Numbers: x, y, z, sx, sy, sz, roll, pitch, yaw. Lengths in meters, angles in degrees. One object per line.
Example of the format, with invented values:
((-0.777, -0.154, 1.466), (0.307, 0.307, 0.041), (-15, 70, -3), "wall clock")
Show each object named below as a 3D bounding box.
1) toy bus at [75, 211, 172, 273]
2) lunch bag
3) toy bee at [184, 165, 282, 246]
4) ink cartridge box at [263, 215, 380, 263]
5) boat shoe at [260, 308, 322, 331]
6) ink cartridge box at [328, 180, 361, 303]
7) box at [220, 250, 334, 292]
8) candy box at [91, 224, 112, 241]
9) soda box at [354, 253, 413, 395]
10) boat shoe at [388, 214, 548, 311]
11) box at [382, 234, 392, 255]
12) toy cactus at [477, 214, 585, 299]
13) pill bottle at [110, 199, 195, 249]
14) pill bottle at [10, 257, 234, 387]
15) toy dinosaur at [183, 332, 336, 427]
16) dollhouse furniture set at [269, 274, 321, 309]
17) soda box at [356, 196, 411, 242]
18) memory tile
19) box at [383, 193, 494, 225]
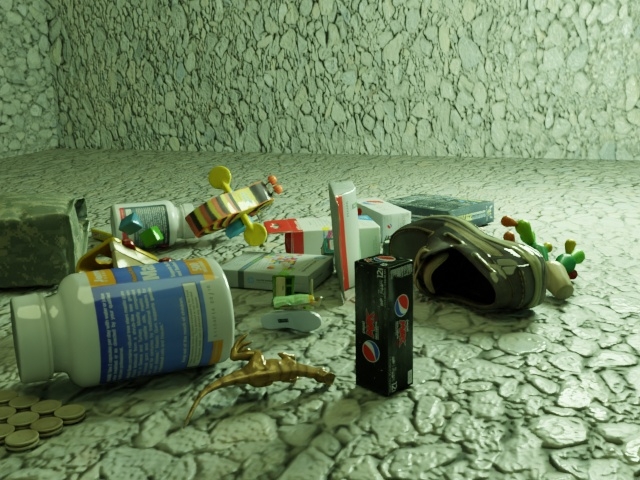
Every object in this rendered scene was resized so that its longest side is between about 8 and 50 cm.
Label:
((-0.303, 0.077, 1.329), (0.104, 0.202, 0.191), (-29, 13, 17), "toy bus")
((-0.593, -0.013, 1.629), (0.235, 0.169, 0.287), (-4, 18, -9), "lunch bag")
((-0.178, -0.095, 1.872), (0.162, 0.195, 0.298), (-37, 13, 25), "toy bee")
((0.000, 0.000, 1.705), (0.230, 0.078, 0.134), (-3, 12, -8), "ink cartridge box")
((-0.043, 0.122, 1.282), (0.100, 0.035, 0.035), (-4, 14, 19), "boat shoe")
((0.052, -0.003, 1.487), (0.056, 0.181, 0.225), (-6, 13, -4), "ink cartridge box")
((-0.085, 0.058, 1.554), (0.186, 0.038, 0.145), (4, 15, 19), "box")
((-0.440, -0.027, 1.982), (0.205, 0.027, 0.105), (-12, 14, -40), "candy box")
((0.081, 0.106, 1.037), (0.060, 0.169, 0.053), (11, 17, 43), "soda box")
((0.225, 0.035, 1.417), (0.130, 0.133, 0.355), (-10, 14, -34), "boat shoe")
((0.159, 0.022, 1.653), (0.062, 0.052, 0.083), (0, 12, 9), "box")
((0.389, 0.043, 1.457), (0.218, 0.112, 0.181), (17, 29, -25), "toy cactus")
((-0.376, -0.036, 1.836), (0.180, 0.108, 0.108), (-6, 14, -19), "pill bottle")
((-0.264, 0.111, 1.088), (0.271, 0.153, 0.152), (-6, 14, -24), "pill bottle")
((-0.085, 0.166, 1.029), (0.211, 0.064, 0.112), (-7, 15, -22), "toy dinosaur")
((-0.046, 0.080, 1.306), (0.076, 0.059, 0.151), (1, -6, -10), "dollhouse furniture set")
((0.139, -0.052, 1.938), (0.073, 0.069, 0.216), (-5, 13, -18), "soda box")
((-0.367, 0.213, 0.969), (0.147, 0.012, 0.113), (6, 15, 26), "memory tile")
((0.285, -0.070, 2.023), (0.183, 0.059, 0.232), (-14, 17, -42), "box")
